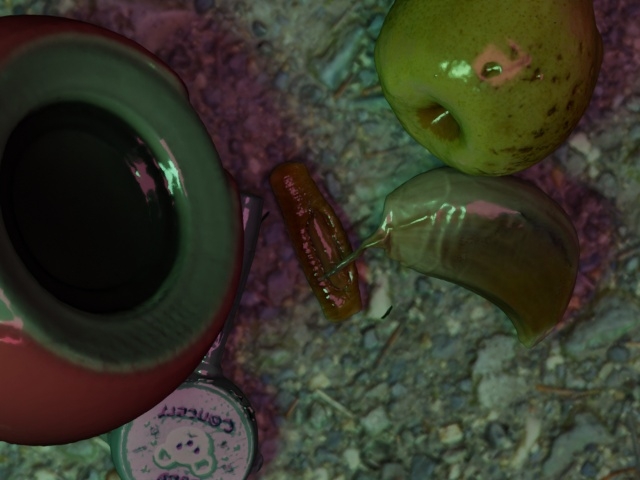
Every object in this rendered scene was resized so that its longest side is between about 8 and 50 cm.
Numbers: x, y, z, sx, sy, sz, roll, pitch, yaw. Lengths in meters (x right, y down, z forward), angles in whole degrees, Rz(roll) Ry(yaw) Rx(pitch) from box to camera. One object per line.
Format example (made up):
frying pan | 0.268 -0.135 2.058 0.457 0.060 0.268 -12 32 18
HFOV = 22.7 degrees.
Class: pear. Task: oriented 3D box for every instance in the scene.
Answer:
pear | 0.131 -0.140 1.196 0.178 0.178 0.178 -2 99 -11

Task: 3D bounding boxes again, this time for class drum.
drum | -0.072 0.098 1.247 0.130 0.049 0.253 30 93 -14

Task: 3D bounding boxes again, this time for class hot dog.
hot dog | 0.000 0.000 1.258 0.044 0.028 0.137 -24 101 -13

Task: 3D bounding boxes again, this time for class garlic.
garlic | 0.112 0.003 1.249 0.198 0.090 0.129 16 105 -21

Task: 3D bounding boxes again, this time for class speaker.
speaker | -0.198 -0.013 1.094 0.294 0.294 0.294 -2 99 -11
